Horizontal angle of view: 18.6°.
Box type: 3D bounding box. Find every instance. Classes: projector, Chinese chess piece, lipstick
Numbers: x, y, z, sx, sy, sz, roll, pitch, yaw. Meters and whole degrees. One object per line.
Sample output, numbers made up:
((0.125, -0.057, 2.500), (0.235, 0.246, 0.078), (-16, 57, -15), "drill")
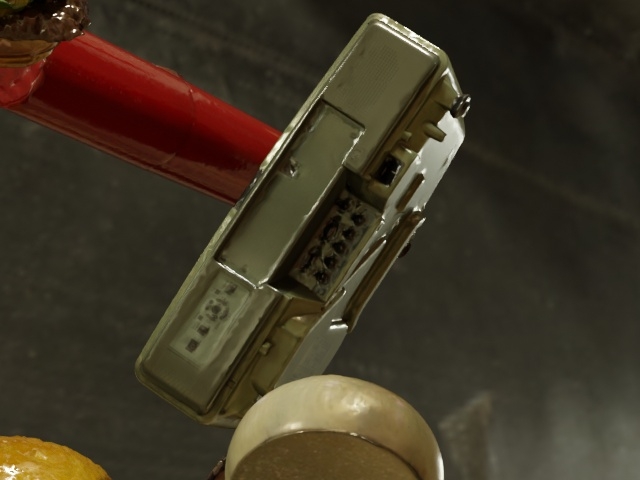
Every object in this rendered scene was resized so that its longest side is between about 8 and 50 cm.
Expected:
((0.000, 0.000, 1.249), (0.269, 0.088, 0.193), (-56, 169, -1), "projector")
((0.008, 0.131, 1.085), (0.122, 0.122, 0.051), (56, 27, -29), "Chinese chess piece")
((-0.108, -0.079, 1.323), (0.280, 0.073, 0.073), (24, 56, -49), "lipstick")

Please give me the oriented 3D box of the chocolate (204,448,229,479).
((-0.091, 0.269, 1.773), (0.102, 0.065, 0.329), (38, 65, -3), "chocolate")

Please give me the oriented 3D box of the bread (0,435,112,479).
((-0.206, 0.234, 1.201), (0.268, 0.268, 0.145), (42, 19, -43), "bread")

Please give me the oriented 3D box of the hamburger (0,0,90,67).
((-0.164, -0.149, 0.861), (0.166, 0.137, 0.087), (-102, -164, -46), "hamburger")
